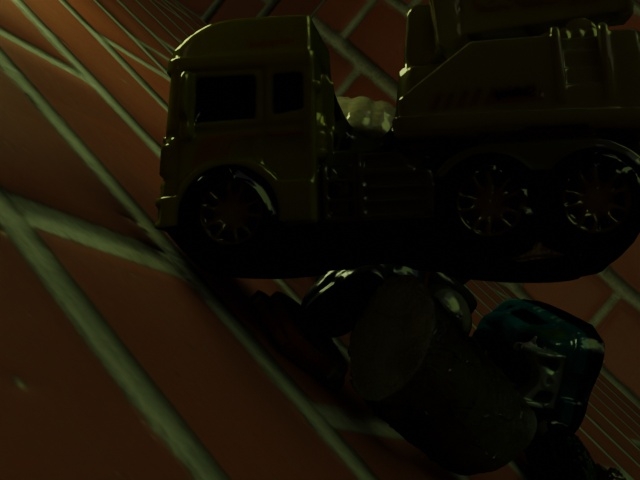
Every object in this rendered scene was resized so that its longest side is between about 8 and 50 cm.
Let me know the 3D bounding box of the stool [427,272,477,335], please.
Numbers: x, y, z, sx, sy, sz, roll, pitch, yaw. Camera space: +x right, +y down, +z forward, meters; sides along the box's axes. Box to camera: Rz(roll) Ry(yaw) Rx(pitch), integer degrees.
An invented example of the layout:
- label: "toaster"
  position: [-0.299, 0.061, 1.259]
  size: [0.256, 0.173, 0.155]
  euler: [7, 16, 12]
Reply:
- label: "stool"
  position: [0.134, 0.050, 1.289]
  size: [0.153, 0.139, 0.228]
  euler: [36, 5, -41]

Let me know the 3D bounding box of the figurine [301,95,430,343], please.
- label: "figurine"
  position: [0.053, -0.026, 1.118]
  size: [0.185, 0.204, 0.332]
  euler: [39, 8, -25]

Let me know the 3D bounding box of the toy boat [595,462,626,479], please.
- label: "toy boat"
  position: [0.329, 0.312, 1.071]
  size: [0.088, 0.068, 0.226]
  euler: [41, 6, -41]

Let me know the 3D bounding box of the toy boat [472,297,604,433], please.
- label: "toy boat"
  position: [0.230, 0.136, 1.311]
  size: [0.092, 0.134, 0.299]
  euler: [15, 2, -12]

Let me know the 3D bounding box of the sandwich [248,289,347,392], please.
- label: "sandwich"
  position: [-0.013, 0.081, 0.885]
  size: [0.069, 0.026, 0.101]
  euler: [35, 11, -42]

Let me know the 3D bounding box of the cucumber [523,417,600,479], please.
- label: "cucumber"
  position: [0.243, 0.238, 1.068]
  size: [0.067, 0.067, 0.245]
  euler: [40, 8, -4]

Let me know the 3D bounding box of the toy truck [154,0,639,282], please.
- label: "toy truck"
  position: [0.074, -0.090, 0.884]
  size: [0.405, 0.253, 0.180]
  euler: [-3, -6, 7]

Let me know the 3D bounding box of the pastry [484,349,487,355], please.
- label: "pastry"
  position: [0.171, 0.161, 1.163]
  size: [0.087, 0.063, 0.169]
  euler: [40, 7, -19]

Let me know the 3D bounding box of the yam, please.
- label: "yam"
  position: [0.099, 0.121, 0.883]
  size: [0.183, 0.107, 0.107]
  euler: [44, 5, -33]
